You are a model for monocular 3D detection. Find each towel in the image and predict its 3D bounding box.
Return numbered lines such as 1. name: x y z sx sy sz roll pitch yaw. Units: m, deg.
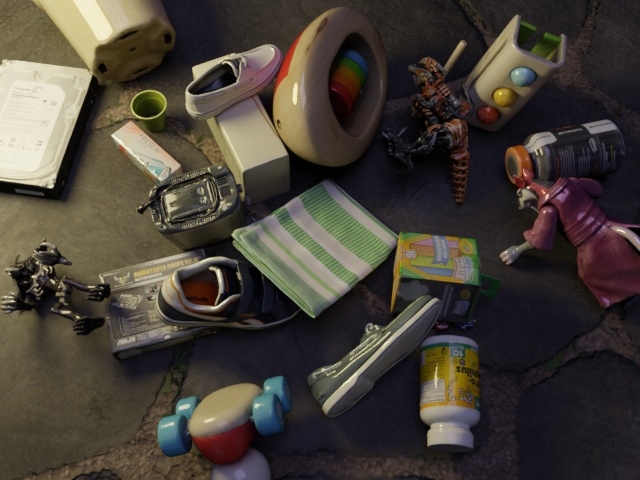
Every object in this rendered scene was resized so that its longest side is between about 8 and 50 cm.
1. towel: 0.000 0.000 1.507 0.248 0.038 0.325 41 45 15

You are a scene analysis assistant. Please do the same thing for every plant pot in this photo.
1. plant pot: -0.516 -0.567 1.711 0.333 0.334 0.306 -28 80 -14
2. plant pot: -0.401 -0.301 1.689 0.083 0.079 0.083 0 65 -1

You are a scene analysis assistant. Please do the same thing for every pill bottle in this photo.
1. pill bottle: 0.253 0.301 1.389 0.117 0.118 0.209 4 64 1
2. pill bottle: 0.553 -0.194 1.627 0.245 0.130 0.131 -12 65 -7

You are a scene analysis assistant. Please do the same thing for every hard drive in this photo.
1. hard drive: -0.687 -0.270 1.679 0.236 0.064 0.339 9 63 3

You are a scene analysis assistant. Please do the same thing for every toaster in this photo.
1. toaster: -0.265 -0.062 1.525 0.226 0.146 0.129 -19 69 1

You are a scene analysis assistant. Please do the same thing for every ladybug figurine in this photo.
1. ladybug figurine: 0.021 -0.352 1.628 0.161 0.305 0.449 -5 41 35

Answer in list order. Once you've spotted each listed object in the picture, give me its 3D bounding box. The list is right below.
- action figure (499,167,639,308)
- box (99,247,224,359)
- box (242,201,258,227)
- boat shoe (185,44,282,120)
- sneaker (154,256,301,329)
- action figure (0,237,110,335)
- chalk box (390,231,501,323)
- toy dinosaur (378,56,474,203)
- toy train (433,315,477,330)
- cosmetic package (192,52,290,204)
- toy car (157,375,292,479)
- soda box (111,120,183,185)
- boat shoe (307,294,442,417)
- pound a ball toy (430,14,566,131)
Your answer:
1. action figure: 0.552 -0.023 1.481 0.370 0.276 0.248 40 75 2
2. box: -0.335 0.132 1.493 0.231 0.056 0.183 -15 65 -8
3. box: -0.192 -0.052 1.606 0.067 0.018 0.083 -36 70 -17
4. boat shoe: -0.183 -0.359 1.544 0.095 0.084 0.258 40 69 16
5. sneaker: -0.162 0.107 1.425 0.321 0.127 0.126 -4 60 -26
6. action figure: -0.562 0.086 1.445 0.275 0.141 0.164 19 82 23
7. chalk box: 0.261 0.079 1.474 0.213 0.132 0.132 6 47 1
8. toy dinosaur: 0.259 -0.246 1.613 0.218 0.164 0.322 -21 73 1
9. toy train: 0.254 0.174 1.500 0.158 0.027 0.036 -1 66 -2
10. cosmetic package: -0.182 -0.255 1.628 0.113 0.160 0.310 -23 68 -12
11. toy car: -0.151 0.404 1.324 0.219 0.210 0.238 -14 94 6
12. soda box: -0.401 -0.195 1.650 0.183 0.058 0.063 40 70 17
13. boat shoe: 0.104 0.209 1.407 0.319 0.116 0.099 -45 58 1
14. pound a ball toy: 0.384 -0.367 1.632 0.208 0.319 0.136 20 64 -9
